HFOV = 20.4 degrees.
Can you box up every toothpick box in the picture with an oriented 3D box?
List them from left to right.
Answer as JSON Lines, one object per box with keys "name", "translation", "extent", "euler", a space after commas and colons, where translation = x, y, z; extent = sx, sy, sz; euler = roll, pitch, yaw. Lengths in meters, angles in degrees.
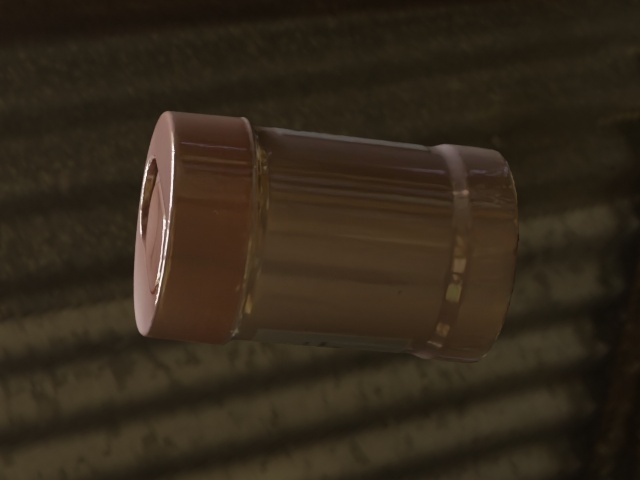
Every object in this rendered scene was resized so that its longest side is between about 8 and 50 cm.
{"name": "toothpick box", "translation": [0.000, 0.000, 0.771], "extent": [0.149, 0.098, 0.098], "euler": [6, -62, -13]}
